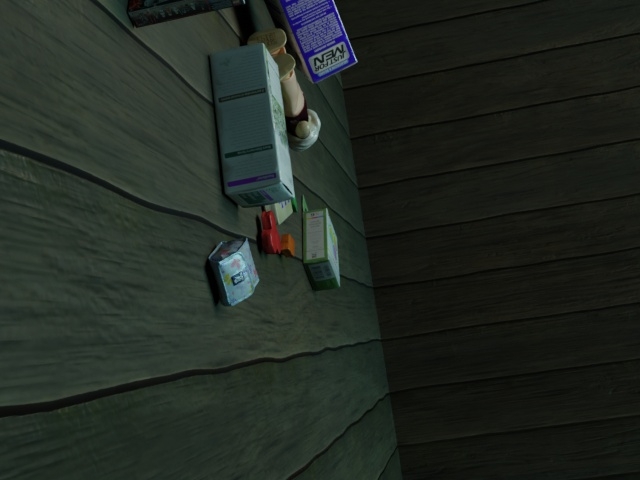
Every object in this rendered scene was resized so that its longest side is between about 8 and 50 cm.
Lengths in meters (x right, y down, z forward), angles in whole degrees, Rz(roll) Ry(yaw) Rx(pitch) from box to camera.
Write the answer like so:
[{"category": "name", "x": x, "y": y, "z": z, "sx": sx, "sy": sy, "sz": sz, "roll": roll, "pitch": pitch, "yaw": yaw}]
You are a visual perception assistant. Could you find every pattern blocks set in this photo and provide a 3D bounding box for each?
[{"category": "pattern blocks set", "x": -0.090, "y": -0.106, "z": 1.627, "sx": 0.325, "sy": 0.026, "sz": 0.285, "roll": -14, "pitch": 95, "yaw": -81}]

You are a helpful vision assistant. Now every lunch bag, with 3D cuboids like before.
[{"category": "lunch bag", "x": -0.120, "y": 0.044, "z": 1.188, "sx": 0.083, "sy": 0.053, "sz": 0.071, "roll": -56, "pitch": 136, "yaw": -64}]

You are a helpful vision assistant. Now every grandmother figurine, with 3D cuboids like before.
[{"category": "grandmother figurine", "x": -0.070, "y": -0.288, "z": 1.743, "sx": 0.342, "sy": 0.104, "sz": 0.208, "roll": 68, "pitch": 12, "yaw": -66}]

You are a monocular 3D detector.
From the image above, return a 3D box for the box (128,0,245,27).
[{"category": "box", "x": -0.158, "y": -0.307, "z": 1.029, "sx": 0.027, "sy": 0.137, "sz": 0.094, "roll": 69, "pitch": 14, "yaw": -53}]

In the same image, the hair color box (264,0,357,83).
[{"category": "hair color box", "x": -0.056, "y": -0.491, "z": 1.656, "sx": 0.339, "sy": 0.110, "sz": 0.185, "roll": 67, "pitch": -5, "yaw": -30}]

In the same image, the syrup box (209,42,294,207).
[{"category": "syrup box", "x": -0.108, "y": -0.179, "z": 1.360, "sx": 0.093, "sy": 0.096, "sz": 0.237, "roll": 44, "pitch": 38, "yaw": -73}]

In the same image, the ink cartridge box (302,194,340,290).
[{"category": "ink cartridge box", "x": 0.000, "y": 0.000, "z": 1.981, "sx": 0.109, "sy": 0.062, "sz": 0.209, "roll": 70, "pitch": 13, "yaw": -48}]
